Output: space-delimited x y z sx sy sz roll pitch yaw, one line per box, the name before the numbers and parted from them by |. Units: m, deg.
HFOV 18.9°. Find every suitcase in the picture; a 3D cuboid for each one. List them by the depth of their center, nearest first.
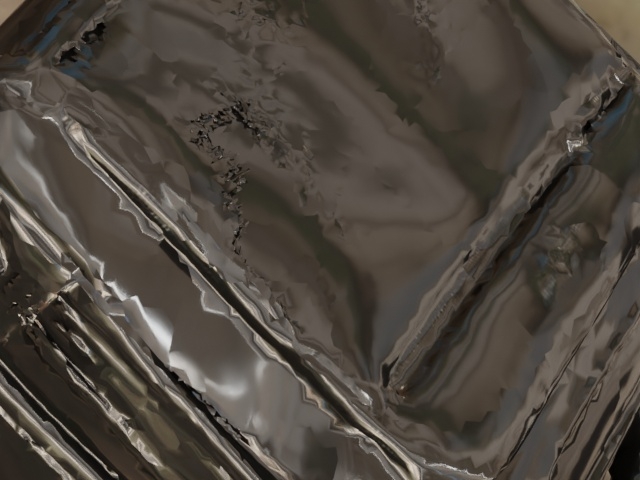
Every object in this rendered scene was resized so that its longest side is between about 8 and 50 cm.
suitcase | 0.000 0.000 0.797 0.188 0.339 0.345 -38 -171 43
